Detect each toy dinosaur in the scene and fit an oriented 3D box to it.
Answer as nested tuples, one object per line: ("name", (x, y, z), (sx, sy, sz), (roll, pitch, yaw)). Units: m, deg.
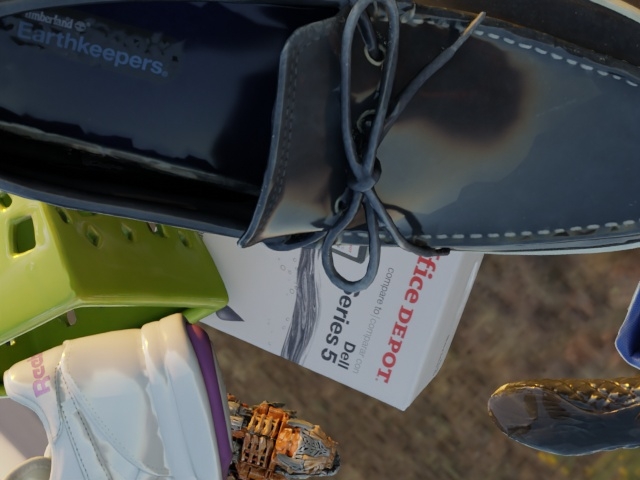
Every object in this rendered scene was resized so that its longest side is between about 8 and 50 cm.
("toy dinosaur", (-0.124, 0.221, 1.599), (0.322, 0.164, 0.218), (30, 167, 28))

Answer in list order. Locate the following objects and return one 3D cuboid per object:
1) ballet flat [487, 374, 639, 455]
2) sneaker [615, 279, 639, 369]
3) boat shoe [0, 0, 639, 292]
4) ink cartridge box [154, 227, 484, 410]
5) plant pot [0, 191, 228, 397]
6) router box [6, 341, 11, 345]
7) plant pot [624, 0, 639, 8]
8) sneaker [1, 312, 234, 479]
("ballet flat", (0.202, 0.123, 0.996), (0.173, 0.049, 0.057), (-4, 107, 35))
("sneaker", (0.386, 0.019, 1.344), (0.112, 0.131, 0.296), (39, 134, 27))
("boat shoe", (0.001, -0.068, 0.764), (0.500, 0.186, 0.156), (10, -151, -7))
("ink cartridge box", (0.000, 0.000, 1.233), (0.273, 0.198, 0.115), (22, -159, 13))
("plant pot", (-0.248, 0.002, 1.157), (0.228, 0.227, 0.207), (9, -122, -62))
("router box", (-0.429, 0.141, 1.888), (0.038, 0.092, 0.122), (170, 100, -66))
("plant pot", (0.321, -0.259, 1.560), (0.165, 0.167, 0.167), (47, 167, -13))
("sneaker", (-0.123, 0.196, 0.869), (0.114, 0.152, 0.305), (-125, 28, -73))
